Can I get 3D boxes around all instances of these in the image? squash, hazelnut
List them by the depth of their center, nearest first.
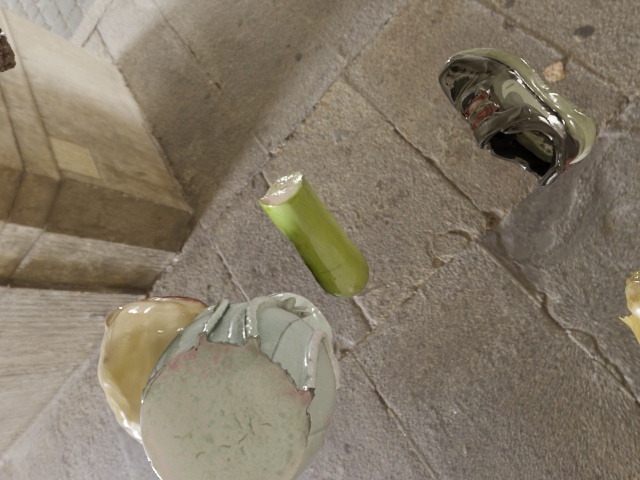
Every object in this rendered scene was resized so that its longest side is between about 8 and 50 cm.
[{"bbox_3d":[0.000,0.000,0.587,0.083,0.250,0.083,-16,49,19],"label":"squash"},{"bbox_3d":[-0.270,0.224,0.757,0.241,0.261,0.260,-27,68,13],"label":"hazelnut"}]

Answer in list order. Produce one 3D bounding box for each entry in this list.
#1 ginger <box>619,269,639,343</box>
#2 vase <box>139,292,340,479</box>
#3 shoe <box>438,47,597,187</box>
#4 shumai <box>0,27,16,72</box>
[{"bbox_3d":[0.273,0.071,0.262,0.157,0.216,0.102,48,117,34],"label":"ginger"},{"bbox_3d":[-0.087,0.198,0.664,0.250,0.445,0.249,0,90,4],"label":"vase"},{"bbox_3d":[0.250,-0.160,0.568,0.228,0.099,0.112,34,59,3],"label":"shoe"},{"bbox_3d":[-0.258,-0.166,0.269,0.105,0.123,0.139,-25,97,16],"label":"shumai"}]
